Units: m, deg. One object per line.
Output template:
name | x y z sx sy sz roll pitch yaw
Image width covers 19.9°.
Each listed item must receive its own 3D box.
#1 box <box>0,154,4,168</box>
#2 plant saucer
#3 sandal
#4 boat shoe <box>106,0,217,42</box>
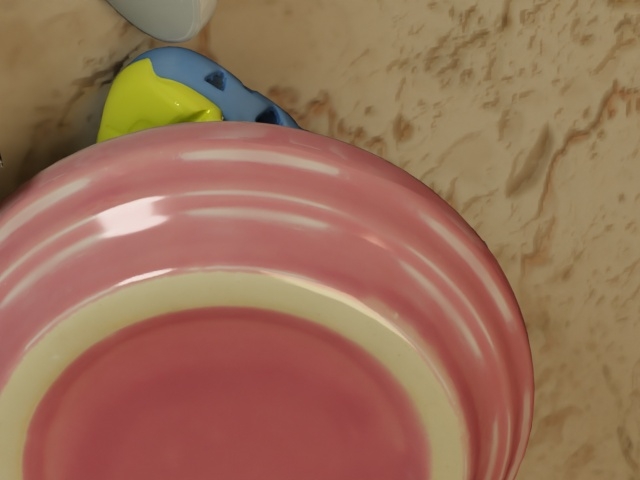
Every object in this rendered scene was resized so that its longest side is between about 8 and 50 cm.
box | -0.268 -0.113 0.845 0.183 0.056 0.231 -22 107 -23
plant saucer | -0.050 0.100 0.966 0.332 0.084 0.332 -1 120 -2
sandal | 0.000 0.000 1.049 0.317 0.126 0.138 46 44 -27
boat shoe | -0.097 -0.222 0.911 0.084 0.095 0.258 -48 136 -34
